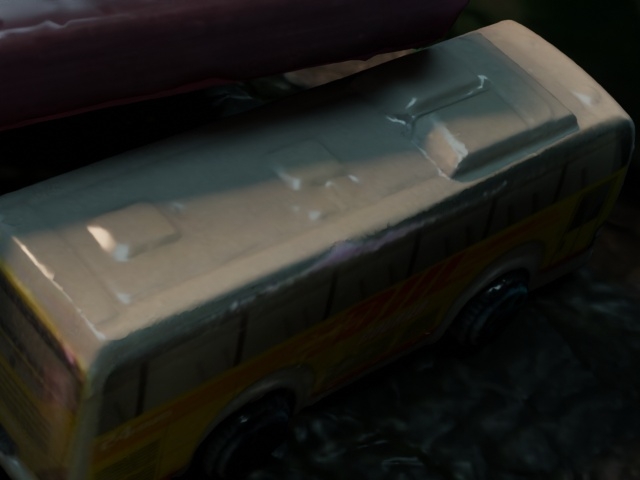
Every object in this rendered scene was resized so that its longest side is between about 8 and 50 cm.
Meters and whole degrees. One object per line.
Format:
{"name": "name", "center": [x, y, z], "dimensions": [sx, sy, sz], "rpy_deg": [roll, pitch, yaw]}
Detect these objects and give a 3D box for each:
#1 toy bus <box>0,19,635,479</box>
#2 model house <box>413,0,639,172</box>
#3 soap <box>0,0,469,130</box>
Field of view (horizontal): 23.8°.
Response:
{"name": "toy bus", "center": [0.000, 0.000, 0.534], "dimensions": [0.268, 0.106, 0.092], "rpy_deg": [-23, 56, -36]}
{"name": "model house", "center": [0.215, -0.196, 0.698], "dimensions": [0.267, 0.194, 0.325], "rpy_deg": [19, 55, 6]}
{"name": "soap", "center": [-0.159, -0.094, 0.513], "dimensions": [0.359, 0.128, 0.233], "rpy_deg": [-15, 14, -31]}
